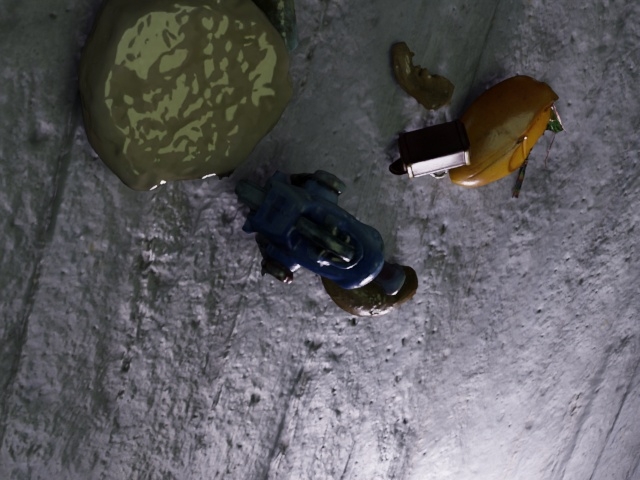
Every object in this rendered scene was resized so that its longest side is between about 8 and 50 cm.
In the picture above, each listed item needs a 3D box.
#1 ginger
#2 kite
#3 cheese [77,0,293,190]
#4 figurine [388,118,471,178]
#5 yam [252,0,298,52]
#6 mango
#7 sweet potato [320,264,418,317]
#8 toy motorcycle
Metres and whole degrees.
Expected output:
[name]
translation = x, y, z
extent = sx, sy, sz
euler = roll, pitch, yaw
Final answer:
[ginger]
translation = 0.181, -0.286, 1.742
extent = 0.173, 0.051, 0.069
euler = 31, 87, -46
[kite]
translation = 0.443, -0.204, 2.032
extent = 0.198, 0.006, 0.244
euler = -5, 115, -38
[cheese]
translation = -0.197, -0.222, 1.402
extent = 0.318, 0.115, 0.326
euler = 28, 98, -39
[figurine]
translation = 0.201, -0.152, 1.793
extent = 0.154, 0.082, 0.098
euler = -15, 144, 8
[yam]
translation = -0.072, -0.365, 1.479
extent = 0.068, 0.068, 0.169
euler = -25, 128, -28
[mango]
translation = 0.338, -0.205, 1.863
extent = 0.252, 0.126, 0.154
euler = -47, 136, 2
[sweet potato]
translation = 0.089, 0.083, 1.829
extent = 0.310, 0.098, 0.124
euler = 21, 77, -42
[toy motorcycle]
translation = 0.010, -0.022, 1.553
extent = 0.241, 0.319, 0.182
euler = -1, 110, -31
